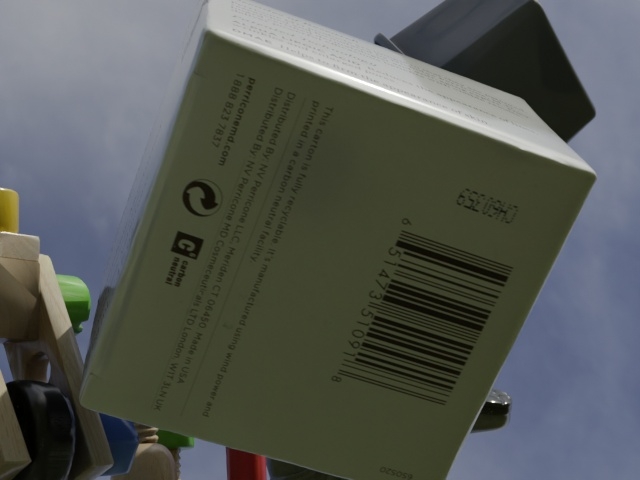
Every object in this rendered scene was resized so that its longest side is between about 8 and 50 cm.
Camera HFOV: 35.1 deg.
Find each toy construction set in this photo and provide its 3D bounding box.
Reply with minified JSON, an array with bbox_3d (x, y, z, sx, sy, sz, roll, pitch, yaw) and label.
[{"bbox_3d":[-0.184,0.033,0.572,0.309,0.257,0.237,5,-108,-24],"label":"toy construction set"}]

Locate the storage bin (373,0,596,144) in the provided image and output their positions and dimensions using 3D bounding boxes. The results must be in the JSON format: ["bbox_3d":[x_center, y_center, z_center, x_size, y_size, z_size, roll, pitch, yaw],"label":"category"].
[{"bbox_3d":[0.104,-0.088,0.605,0.091,0.098,0.135,-40,-47,5],"label":"storage bin"}]

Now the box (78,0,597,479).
[{"bbox_3d":[0.000,0.000,0.484,0.182,0.119,0.181,18,-71,-13],"label":"box"}]

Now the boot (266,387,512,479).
[{"bbox_3d":[0.060,0.217,0.939,0.246,0.083,0.161,-6,-90,13],"label":"boot"}]
